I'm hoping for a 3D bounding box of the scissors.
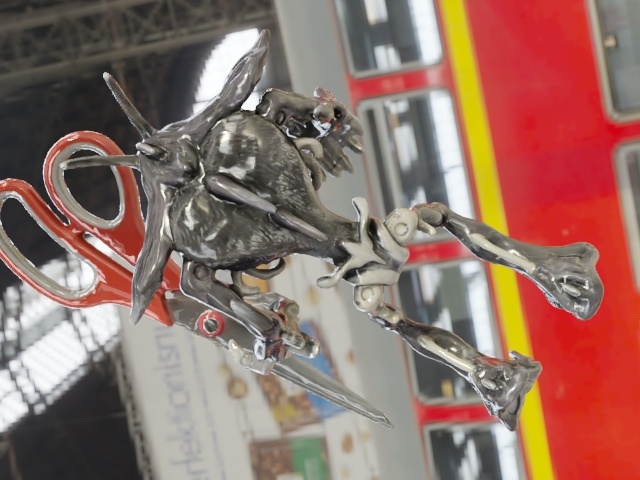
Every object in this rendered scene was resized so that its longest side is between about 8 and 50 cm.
[{"bbox_3d":[-0.091,0.051,0.884,0.297,0.109,0.021,44,-172,-2],"label":"scissors"}]

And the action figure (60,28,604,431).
[{"bbox_3d":[0.000,0.000,0.719,0.164,0.276,0.141,-65,9,-6],"label":"action figure"}]
